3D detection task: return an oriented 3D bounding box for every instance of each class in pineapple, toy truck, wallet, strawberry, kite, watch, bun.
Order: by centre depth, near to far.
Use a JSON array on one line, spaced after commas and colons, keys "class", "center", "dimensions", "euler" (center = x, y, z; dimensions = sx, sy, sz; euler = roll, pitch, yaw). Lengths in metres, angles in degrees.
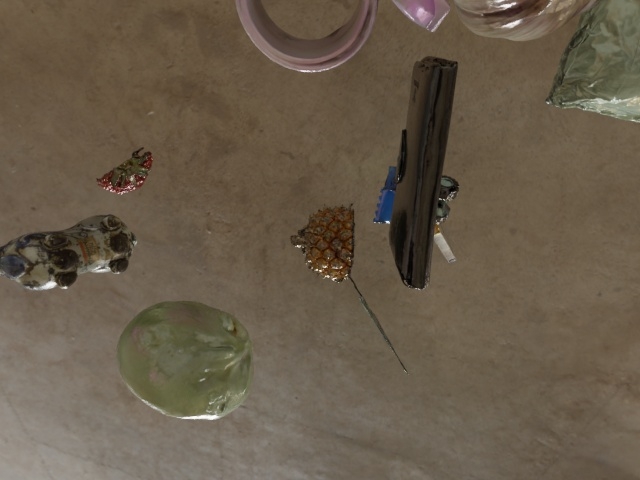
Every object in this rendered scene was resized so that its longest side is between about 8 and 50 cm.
[{"class": "watch", "center": [0.013, -0.346, 0.621], "dimensions": [0.248, 0.210, 0.217], "euler": [37, 123, -25]}, {"class": "wallet", "center": [0.144, -0.104, 0.666], "dimensions": [0.045, 0.172, 0.318], "euler": [1, 116, -3]}, {"class": "bun", "center": [-0.244, 0.206, 0.873], "dimensions": [0.283, 0.283, 0.179], "euler": [29, 98, -4]}, {"class": "pineapple", "center": [0.000, 0.002, 0.982], "dimensions": [0.137, 0.161, 0.175], "euler": [5, 88, -5]}, {"class": "kite", "center": [0.125, 0.182, 1.063], "dimensions": [0.011, 0.335, 0.314], "euler": [-31, 70, 1]}, {"class": "toy truck", "center": [0.229, -0.116, 1.112], "dimensions": [0.208, 0.126, 0.113], "euler": [-5, 136, -14]}, {"class": "strawberry", "center": [-0.548, -0.187, 1.270], "dimensions": [0.087, 0.167, 0.208], "euler": [56, 162, -20]}]

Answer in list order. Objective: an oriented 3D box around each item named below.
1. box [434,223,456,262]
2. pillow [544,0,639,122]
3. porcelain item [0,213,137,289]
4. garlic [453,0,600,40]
[{"class": "box", "center": [0.370, -0.032, 1.398], "dimensions": [0.033, 0.129, 0.247], "euler": [-22, 146, 19]}, {"class": "pillow", "center": [0.701, -0.429, 1.024], "dimensions": [0.310, 0.138, 0.283], "euler": [5, 112, -17]}, {"class": "porcelain item", "center": [-0.570, 0.028, 0.997], "dimensions": [0.186, 0.288, 0.138], "euler": [-2, 104, 26]}, {"class": "garlic", "center": [0.337, -0.446, 0.656], "dimensions": [0.322, 0.241, 0.322], "euler": [6, 168, 1]}]
